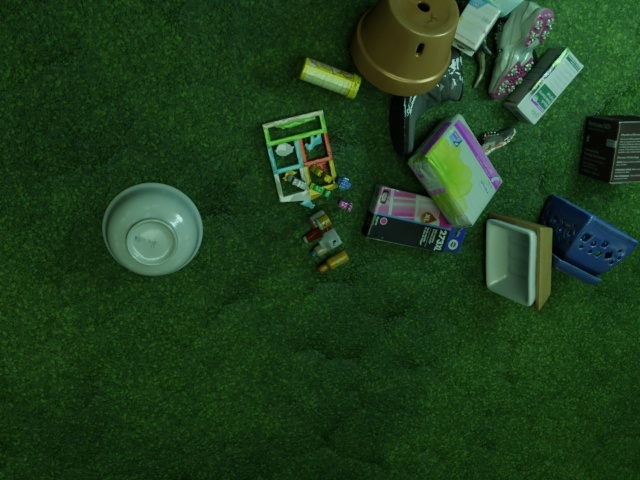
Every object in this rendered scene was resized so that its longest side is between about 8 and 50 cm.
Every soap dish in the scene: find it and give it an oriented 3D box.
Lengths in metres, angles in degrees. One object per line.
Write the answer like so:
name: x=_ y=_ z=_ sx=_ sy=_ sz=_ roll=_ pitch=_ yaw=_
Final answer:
soap dish: x=0.671 y=0.060 z=2.038 sx=0.118 sy=0.229 sz=0.290 roll=-16 pitch=112 yaw=-25

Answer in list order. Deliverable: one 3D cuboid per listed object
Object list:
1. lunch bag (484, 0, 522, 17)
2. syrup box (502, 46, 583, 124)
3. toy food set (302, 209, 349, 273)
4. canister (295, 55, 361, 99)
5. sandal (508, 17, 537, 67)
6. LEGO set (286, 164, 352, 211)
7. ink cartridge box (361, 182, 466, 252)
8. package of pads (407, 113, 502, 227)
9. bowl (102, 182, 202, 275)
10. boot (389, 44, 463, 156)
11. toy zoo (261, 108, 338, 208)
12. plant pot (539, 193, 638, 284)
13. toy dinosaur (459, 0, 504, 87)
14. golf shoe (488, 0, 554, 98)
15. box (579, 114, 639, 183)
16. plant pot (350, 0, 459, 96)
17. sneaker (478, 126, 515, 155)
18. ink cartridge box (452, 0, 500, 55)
lunch bag: x=0.533 y=-0.812 z=1.743 sx=0.223 sy=0.160 sz=0.262 roll=40 pitch=90 yaw=-23
syrup box: x=0.707 y=-0.493 z=1.923 sx=0.093 sy=0.096 sz=0.237 roll=37 pitch=95 yaw=-22
toy food set: x=0.000 y=0.000 z=1.901 sx=0.105 sy=0.111 sz=0.232 roll=-31 pitch=143 yaw=-2
canister: x=0.019 y=-0.473 z=1.750 sx=0.170 sy=0.126 sz=0.073 roll=16 pitch=104 yaw=-16
sandal: x=0.642 y=-0.624 z=1.892 sx=0.067 sy=0.040 sz=0.179 roll=-34 pitch=112 yaw=1
LEGO set: x=0.022 y=-0.167 z=1.835 sx=0.227 sy=0.093 sz=0.087 roll=23 pitch=101 yaw=-20
ink cartridge box: x=0.334 y=-0.064 z=1.997 sx=0.371 sy=0.069 sz=0.175 roll=11 pitch=105 yaw=-19
package of pads: x=0.428 y=-0.212 z=1.902 sx=0.296 sy=0.101 sz=0.229 roll=50 pitch=63 yaw=-21
bowl: x=-0.493 y=-0.013 z=1.776 sx=0.298 sy=0.134 sz=0.297 roll=-4 pitch=109 yaw=-13
boot: x=0.335 y=-0.428 z=1.849 sx=0.223 sy=0.118 sz=0.338 roll=-6 pitch=113 yaw=-16
toy zoo: x=-0.057 y=-0.239 z=1.860 sx=0.193 sy=0.030 sz=0.293 roll=-16 pitch=111 yaw=-8
plant pot: x=0.876 y=0.005 z=2.060 sx=0.236 sy=0.236 sz=0.212 roll=24 pitch=106 yaw=-21
toy dinosaur: x=0.497 y=-0.603 z=1.836 sx=0.064 sy=0.118 sz=0.268 roll=-36 pitch=119 yaw=-37
golf shoe: x=0.589 y=-0.586 z=1.854 sx=0.115 sy=0.140 sz=0.306 roll=-14 pitch=141 yaw=-38
box: x=0.998 y=-0.307 z=2.014 sx=0.167 sy=0.168 sz=0.203 roll=-4 pitch=108 yaw=-11
plant pot: x=0.247 y=-0.576 z=1.657 sx=0.291 sy=0.203 sz=0.290 roll=5 pitch=67 yaw=-12
sneaker: x=0.561 y=-0.331 z=1.963 sx=0.158 sy=0.061 sz=0.064 roll=-35 pitch=106 yaw=-1
ink cartridge box: x=0.441 y=-0.617 z=1.749 sx=0.092 sy=0.090 sz=0.143 roll=34 pitch=108 yaw=5
